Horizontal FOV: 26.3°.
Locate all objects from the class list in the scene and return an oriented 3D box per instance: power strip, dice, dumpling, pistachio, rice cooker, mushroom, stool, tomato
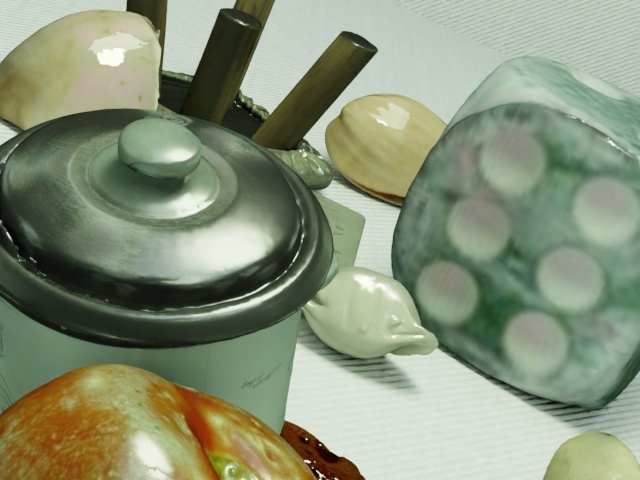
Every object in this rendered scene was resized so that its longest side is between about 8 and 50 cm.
[{"bbox_3d":[0.000,0.000,1.690,0.093,0.053,0.288,25,21,-3],"label":"power strip"},{"bbox_3d":[0.302,-0.014,1.692,0.330,0.328,0.348,34,22,19],"label":"dice"},{"bbox_3d":[0.044,0.085,1.507,0.169,0.100,0.134,5,-16,1],"label":"dumpling"},{"bbox_3d":[0.117,-0.129,2.021,0.229,0.157,0.157,28,20,-12],"label":"pistachio"},{"bbox_3d":[-0.136,0.043,1.023,0.316,0.317,0.264,13,33,-33],"label":"rice cooker"},{"bbox_3d":[-0.312,-0.223,1.694,0.173,0.162,0.236,10,24,-41],"label":"mushroom"},{"bbox_3d":[-0.124,-0.231,1.853,0.310,0.226,0.310,1,32,-46],"label":"stool"},{"bbox_3d":[-0.106,0.211,0.817,0.270,0.222,0.270,39,5,-4],"label":"tomato"}]

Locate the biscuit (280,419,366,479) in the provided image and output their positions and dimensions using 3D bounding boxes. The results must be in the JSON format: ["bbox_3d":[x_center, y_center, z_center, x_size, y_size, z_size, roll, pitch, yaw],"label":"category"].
[{"bbox_3d":[-0.046,0.203,1.155,0.192,0.049,0.192,19,16,-6],"label":"biscuit"}]

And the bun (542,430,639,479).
[{"bbox_3d":[0.273,0.281,1.261,0.222,0.127,0.222,52,4,-6],"label":"bun"}]
